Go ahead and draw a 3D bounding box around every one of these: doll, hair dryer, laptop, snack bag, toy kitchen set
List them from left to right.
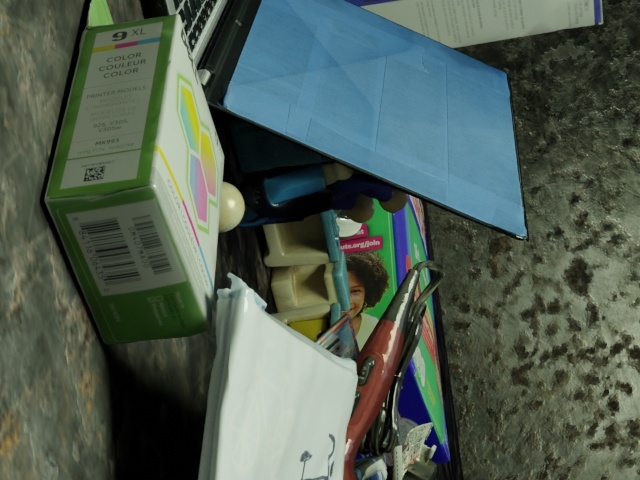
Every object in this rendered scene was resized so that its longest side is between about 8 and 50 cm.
[{"bbox_3d":[-0.022,0.216,0.951,0.323,0.037,0.342,43,52,-71],"label":"snack bag"},{"bbox_3d":[-0.019,-0.034,1.163,0.189,0.129,0.046,-6,81,-44],"label":"doll"},{"bbox_3d":[0.000,0.000,1.291,0.166,0.122,0.207,-85,164,-57],"label":"toy kitchen set"},{"bbox_3d":[0.010,-0.240,1.210,0.382,0.236,0.408,-81,161,-65],"label":"laptop"},{"bbox_3d":[0.011,0.145,1.199,0.293,0.080,0.223,-32,125,-59],"label":"hair dryer"}]

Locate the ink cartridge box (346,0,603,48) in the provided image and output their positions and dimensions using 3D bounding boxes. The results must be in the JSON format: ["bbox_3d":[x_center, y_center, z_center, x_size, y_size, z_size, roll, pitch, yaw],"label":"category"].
[{"bbox_3d":[0.101,-0.252,1.501,0.165,0.333,0.065,71,14,-58],"label":"ink cartridge box"}]

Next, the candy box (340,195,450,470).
[{"bbox_3d":[0.045,0.038,1.563,0.268,0.122,0.317,67,16,-58],"label":"candy box"}]

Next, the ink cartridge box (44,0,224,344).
[{"bbox_3d":[-0.098,-0.054,0.885,0.209,0.062,0.109,-89,168,-48],"label":"ink cartridge box"}]

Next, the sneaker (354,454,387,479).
[{"bbox_3d":[0.030,0.240,1.407,0.211,0.080,0.081,40,39,-76],"label":"sneaker"}]

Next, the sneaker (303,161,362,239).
[{"bbox_3d":[0.009,-0.121,1.432,0.106,0.078,0.234,-57,-142,44],"label":"sneaker"}]

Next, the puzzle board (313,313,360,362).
[{"bbox_3d":[-0.007,0.132,1.235,0.128,0.011,0.096,-41,133,-33],"label":"puzzle board"}]
